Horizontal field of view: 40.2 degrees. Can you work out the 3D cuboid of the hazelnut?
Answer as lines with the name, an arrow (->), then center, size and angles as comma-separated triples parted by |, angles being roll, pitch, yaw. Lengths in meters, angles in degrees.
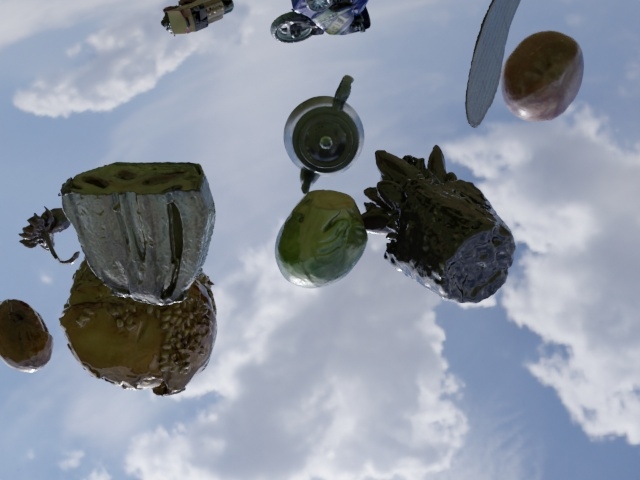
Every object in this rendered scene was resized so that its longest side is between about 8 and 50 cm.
hazelnut -> 0.495, -0.365, 1.947 | 0.176, 0.214, 0.214 | 16, -145, -3

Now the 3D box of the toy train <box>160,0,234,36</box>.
toy train -> -0.210, -0.397, 1.521 | 0.087, 0.050, 0.138 | 10, -146, 40

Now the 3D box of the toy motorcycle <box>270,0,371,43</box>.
toy motorcycle -> 0.037, -0.412, 1.407 | 0.168, 0.315, 0.113 | -1, -113, -27

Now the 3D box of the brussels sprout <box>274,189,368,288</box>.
brussels sprout -> 0.000, 0.004, 1.500 | 0.161, 0.181, 0.144 | -8, -139, -4

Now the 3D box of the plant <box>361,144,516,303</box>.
plant -> 0.191, -0.040, 1.510 | 0.181, 0.194, 0.321 | 4, -153, -33

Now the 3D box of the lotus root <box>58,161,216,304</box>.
lotus root -> -0.166, -0.010, 0.844 | 0.143, 0.144, 0.070 | 6, -145, 6

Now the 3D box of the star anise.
star anise -> -0.565, 0.007, 1.934 | 0.148, 0.219, 0.227 | -33, -115, -21

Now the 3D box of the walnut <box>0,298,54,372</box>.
walnut -> -0.628, 0.192, 1.815 | 0.115, 0.116, 0.207 | -34, -126, -22

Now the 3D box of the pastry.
pastry -> -0.281, 0.104, 1.414 | 0.255, 0.162, 0.311 | 19, -154, -18

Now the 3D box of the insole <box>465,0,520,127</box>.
insole -> 0.262, -0.313, 1.263 | 0.009, 0.119, 0.349 | 9, -118, 28

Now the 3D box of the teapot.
teapot -> 0.011, -0.203, 1.676 | 0.162, 0.239, 0.149 | 23, -170, -4
